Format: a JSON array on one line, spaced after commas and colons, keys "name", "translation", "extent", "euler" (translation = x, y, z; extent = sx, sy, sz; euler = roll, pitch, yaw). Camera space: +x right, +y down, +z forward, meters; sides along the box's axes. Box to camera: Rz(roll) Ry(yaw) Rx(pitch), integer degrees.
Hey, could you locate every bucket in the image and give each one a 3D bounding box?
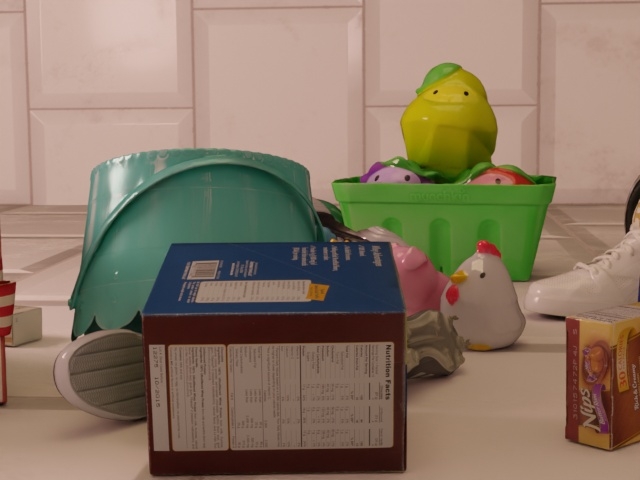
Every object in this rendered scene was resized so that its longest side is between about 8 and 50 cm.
[{"name": "bucket", "translation": [-0.126, 0.017, 1.239], "extent": [0.281, 0.183, 0.281], "euler": [-2, -10, 0]}]

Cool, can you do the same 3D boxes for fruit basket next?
[{"name": "fruit basket", "translation": [0.218, -0.125, 1.974], "extent": [0.392, 0.392, 0.283], "euler": [1, 7, 12]}]

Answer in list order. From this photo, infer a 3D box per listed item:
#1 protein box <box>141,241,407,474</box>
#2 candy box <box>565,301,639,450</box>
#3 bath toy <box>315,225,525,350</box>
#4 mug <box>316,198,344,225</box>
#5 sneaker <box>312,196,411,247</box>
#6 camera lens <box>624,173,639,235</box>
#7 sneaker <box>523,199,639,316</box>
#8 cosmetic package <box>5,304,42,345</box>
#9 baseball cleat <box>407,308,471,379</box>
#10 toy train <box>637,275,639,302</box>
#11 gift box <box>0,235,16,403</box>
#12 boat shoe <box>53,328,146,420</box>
[{"name": "protein box", "translation": [-0.034, 0.091, 0.971], "extent": [0.201, 0.136, 0.200], "euler": [0, 16, -1]}, {"name": "candy box", "translation": [0.291, 0.111, 1.017], "extent": [0.186, 0.109, 0.053], "euler": [-7, 9, -39]}, {"name": "bath toy", "translation": [0.105, 0.052, 1.460], "extent": [0.151, 0.129, 0.348], "euler": [-6, 9, -40]}, {"name": "mug", "translation": [-0.004, -0.008, 1.981], "extent": [0.158, 0.129, 0.097], "euler": [-7, 10, -34]}, {"name": "sneaker", "translation": [0.020, 0.040, 1.714], "extent": [0.268, 0.101, 0.153], "euler": [27, 48, 8]}, {"name": "camera lens", "translation": [0.616, -0.035, 1.777], "extent": [0.219, 0.219, 0.274], "euler": [6, 9, 42]}, {"name": "sneaker", "translation": [0.413, 0.017, 1.577], "extent": [0.292, 0.169, 0.108], "euler": [-4, 9, -15]}, {"name": "cosmetic package", "translation": [-0.407, 0.102, 1.429], "extent": [0.115, 0.041, 0.060], "euler": [3, 7, 26]}, {"name": "baseball cleat", "translation": [0.074, 0.112, 1.187], "extent": [0.109, 0.072, 0.206], "euler": [-18, -14, 25]}, {"name": "toy train", "translation": [0.517, 0.079, 1.381], "extent": [0.248, 0.105, 0.143], "euler": [3, -6, 27]}, {"name": "gift box", "translation": [-0.448, 0.026, 1.137], "extent": [0.255, 0.276, 0.258], "euler": [-8, 10, -22]}, {"name": "boat shoe", "translation": [-0.177, 0.129, 1.094], "extent": [0.076, 0.083, 0.226], "euler": [-9, -11, 34]}]
